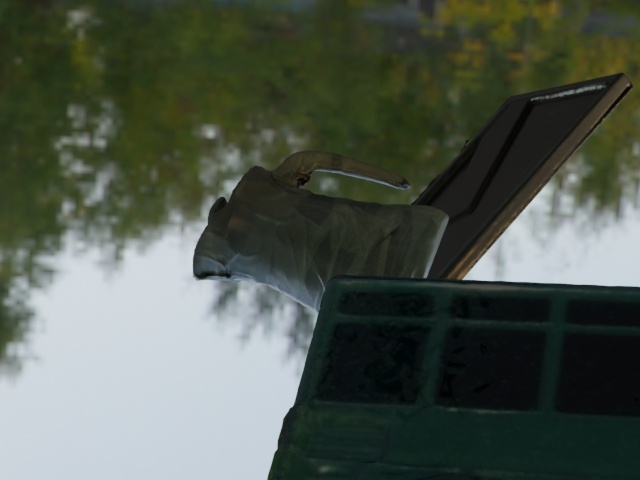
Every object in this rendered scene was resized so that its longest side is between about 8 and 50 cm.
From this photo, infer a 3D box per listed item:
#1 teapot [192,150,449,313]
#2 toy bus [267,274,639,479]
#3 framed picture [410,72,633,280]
[{"bbox_3d":[0.000,0.000,0.631,0.083,0.067,0.057,17,161,6],"label":"teapot"},{"bbox_3d":[0.118,0.089,0.476,0.256,0.128,0.147,2,-138,12],"label":"toy bus"},{"bbox_3d":[0.072,-0.021,0.832,0.149,0.011,0.109,-47,-164,-16],"label":"framed picture"}]
